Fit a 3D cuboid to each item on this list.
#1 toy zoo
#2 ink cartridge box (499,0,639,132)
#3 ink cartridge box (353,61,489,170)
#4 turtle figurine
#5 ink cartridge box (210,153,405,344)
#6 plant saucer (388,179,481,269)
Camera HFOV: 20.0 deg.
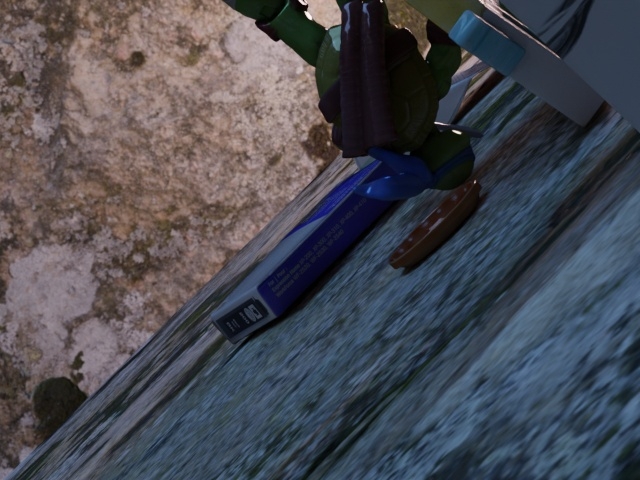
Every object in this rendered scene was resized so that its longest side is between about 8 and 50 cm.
[{"bbox_3d":[0.105,-0.154,1.228,0.030,0.192,0.293,-54,1,11],"label":"toy zoo"},{"bbox_3d":[0.125,-0.145,0.779,0.092,0.219,0.160,-45,2,27],"label":"ink cartridge box"},{"bbox_3d":[0.137,-0.146,1.974,0.224,0.056,0.181,-25,6,5],"label":"ink cartridge box"},{"bbox_3d":[0.052,-0.172,1.464,0.274,0.266,0.198,-43,1,-25],"label":"turtle figurine"},{"bbox_3d":[0.000,0.000,1.719,0.206,0.045,0.208,-45,3,-22],"label":"ink cartridge box"},{"bbox_3d":[0.081,-0.009,1.254,0.083,0.013,0.083,-45,4,4],"label":"plant saucer"}]
